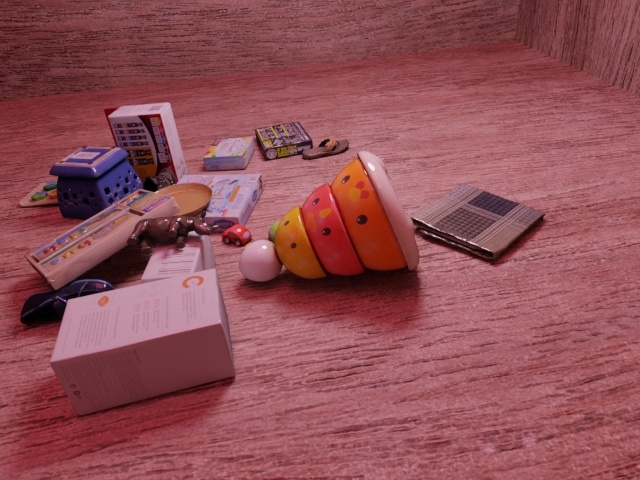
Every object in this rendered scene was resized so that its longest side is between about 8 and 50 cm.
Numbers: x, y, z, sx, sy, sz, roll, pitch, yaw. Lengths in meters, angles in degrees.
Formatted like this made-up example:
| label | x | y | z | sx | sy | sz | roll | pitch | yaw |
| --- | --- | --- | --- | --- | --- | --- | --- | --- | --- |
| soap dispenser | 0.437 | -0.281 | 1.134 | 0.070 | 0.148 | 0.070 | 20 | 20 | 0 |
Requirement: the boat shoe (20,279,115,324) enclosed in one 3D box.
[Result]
| label | x | y | z | sx | sy | sz | roll | pitch | yaw |
| --- | --- | --- | --- | --- | --- | --- | --- | --- | --- |
| boat shoe | -0.672 | 0.179 | 1.343 | 0.259 | 0.109 | 0.089 | -18 | 38 | 12 |

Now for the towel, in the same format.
| label | x | y | z | sx | sy | sz | roll | pitch | yaw |
| --- | --- | --- | --- | --- | --- | --- | --- | --- | --- |
| towel | 0.480 | -0.062 | 1.563 | 0.324 | 0.056 | 0.312 | -29 | 42 | -34 |

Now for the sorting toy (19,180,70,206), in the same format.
| label | x | y | z | sx | sy | sz | roll | pitch | yaw |
| --- | --- | --- | --- | --- | --- | --- | --- | --- | --- |
| sorting toy | -1.072 | -0.198 | 2.031 | 0.209 | 0.038 | 0.193 | -2 | 33 | 6 |

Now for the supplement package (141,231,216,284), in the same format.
| label | x | y | z | sx | sy | sz | roll | pitch | yaw |
| --- | --- | --- | --- | --- | --- | --- | --- | --- | --- |
| supplement package | -0.382 | 0.082 | 1.386 | 0.134 | 0.138 | 0.244 | -5 | 31 | 1 |

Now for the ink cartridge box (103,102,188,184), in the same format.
| label | x | y | z | sx | sy | sz | roll | pitch | yaw |
| --- | --- | --- | --- | --- | --- | --- | --- | --- | --- |
| ink cartridge box | -0.701 | -0.364 | 1.977 | 0.272 | 0.309 | 0.130 | -3 | 33 | 5 |

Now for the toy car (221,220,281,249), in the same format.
| label | x | y | z | sx | sy | sz | roll | pitch | yaw |
| --- | --- | --- | --- | --- | --- | --- | --- | --- | --- |
| toy car | -0.176 | -0.017 | 1.584 | 0.225 | 0.053 | 0.239 | -21 | 36 | -22 |

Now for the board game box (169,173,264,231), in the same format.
| label | x | y | z | sx | sy | sz | roll | pitch | yaw |
| --- | --- | --- | --- | --- | --- | --- | --- | --- | --- |
| board game box | -0.395 | -0.140 | 1.800 | 0.318 | 0.065 | 0.318 | 1 | 34 | 11 |

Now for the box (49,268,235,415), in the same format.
| label | x | y | z | sx | sy | sz | roll | pitch | yaw |
| --- | --- | --- | --- | --- | --- | --- | --- | --- | --- |
| box | -0.387 | 0.221 | 1.146 | 0.346 | 0.168 | 0.215 | -12 | 33 | -8 |

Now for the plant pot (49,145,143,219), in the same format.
| label | x | y | z | sx | sy | sz | roll | pitch | yaw |
| --- | --- | --- | --- | --- | --- | --- | --- | --- | --- |
| plant pot | -0.833 | -0.222 | 1.870 | 0.236 | 0.212 | 0.236 | 5 | 35 | 17 |

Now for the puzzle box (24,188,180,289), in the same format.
| label | x | y | z | sx | sy | sz | roll | pitch | yaw |
| --- | --- | --- | --- | --- | --- | --- | --- | --- | --- |
| puzzle box | -0.650 | -0.021 | 1.501 | 0.409 | 0.052 | 0.272 | -39 | 33 | -28 |

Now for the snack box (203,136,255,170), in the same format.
| label | x | y | z | sx | sy | sz | roll | pitch | yaw |
| --- | --- | --- | --- | --- | --- | --- | --- | --- | --- |
| snack box | -0.388 | -0.374 | 2.162 | 0.175 | 0.070 | 0.207 | -1 | 34 | 8 |

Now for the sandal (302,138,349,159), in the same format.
| label | x | y | z | sx | sy | sz | roll | pitch | yaw |
| --- | --- | --- | --- | --- | --- | --- | --- | --- | --- |
| sandal | 0.022 | -0.401 | 2.143 | 0.220 | 0.060 | 0.090 | -15 | 34 | -14 |

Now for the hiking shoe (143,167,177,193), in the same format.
| label | x | y | z | sx | sy | sz | roll | pitch | yaw |
| --- | --- | --- | --- | --- | --- | --- | --- | --- | --- |
| hiking shoe | -0.597 | -0.206 | 1.859 | 0.086 | 0.114 | 0.226 | 2 | 49 | 5 |

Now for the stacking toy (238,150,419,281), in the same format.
| label | x | y | z | sx | sy | sz | roll | pitch | yaw |
| --- | --- | --- | --- | --- | --- | --- | --- | --- | --- |
| stacking toy | 0.000 | 0.000 | 1.379 | 0.480 | 0.350 | 0.350 | -25 | 33 | 5 |

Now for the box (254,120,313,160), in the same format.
| label | x | y | z | sx | sy | sz | roll | pitch | yaw |
| --- | --- | --- | --- | --- | --- | --- | --- | --- | --- |
| box | -0.167 | -0.450 | 2.253 | 0.217 | 0.060 | 0.270 | -13 | 33 | -10 |

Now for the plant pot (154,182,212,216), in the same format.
| label | x | y | z | sx | sy | sz | roll | pitch | yaw |
| --- | --- | --- | --- | --- | --- | --- | --- | --- | --- |
| plant pot | -0.481 | -0.129 | 1.709 | 0.237 | 0.032 | 0.236 | -5 | 33 | 3 |

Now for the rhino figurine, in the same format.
| label | x | y | z | sx | sy | sz | roll | pitch | yaw |
| --- | --- | --- | --- | --- | --- | --- | --- | --- | --- |
| rhino figurine | -0.392 | -0.030 | 1.366 | 0.244 | 0.073 | 0.106 | -9 | 35 | -6 |
